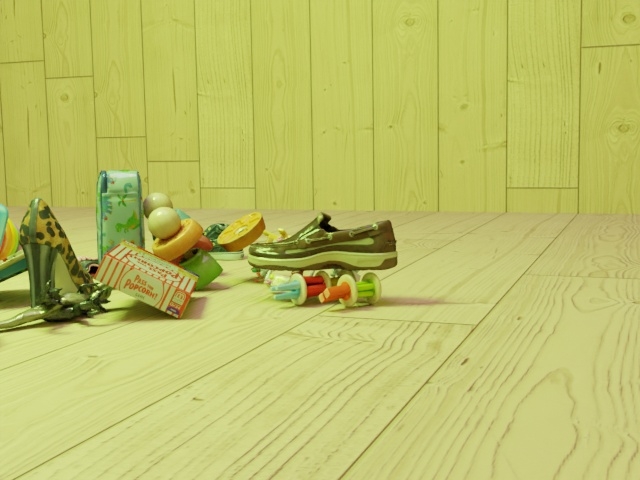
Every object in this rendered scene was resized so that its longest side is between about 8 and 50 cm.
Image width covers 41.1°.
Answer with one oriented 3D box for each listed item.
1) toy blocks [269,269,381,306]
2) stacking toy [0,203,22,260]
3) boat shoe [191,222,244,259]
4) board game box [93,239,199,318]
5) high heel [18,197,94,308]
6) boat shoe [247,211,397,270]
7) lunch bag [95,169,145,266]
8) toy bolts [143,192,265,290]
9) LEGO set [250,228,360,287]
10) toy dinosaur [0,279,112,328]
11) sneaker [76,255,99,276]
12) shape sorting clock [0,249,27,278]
[{"bbox_3d":[0.006,0.080,1.384,0.148,0.054,0.123,-5,7,-33],"label":"toy blocks"},{"bbox_3d":[-0.736,-0.004,1.917,0.175,0.166,0.302,15,-2,7],"label":"stacking toy"},{"bbox_3d":[-0.267,0.001,1.977,0.183,0.083,0.065,-1,7,6],"label":"boat shoe"},{"bbox_3d":[-0.277,0.060,1.390,0.146,0.045,0.193,26,4,-7],"label":"board game box"},{"bbox_3d":[-0.441,0.013,1.453,0.093,0.186,0.261,-1,7,-1],"label":"high heel"},{"bbox_3d":[0.002,-0.001,1.433,0.257,0.095,0.095,-1,6,12],"label":"boat shoe"},{"bbox_3d":[-0.389,-0.027,1.656,0.090,0.219,0.176,-2,3,-13],"label":"lunch bag"},{"bbox_3d":[-0.247,-0.034,1.643,0.218,0.158,0.228,-40,23,-20],"label":"toy bolts"},{"bbox_3d":[-0.068,0.056,1.576,0.287,0.107,0.132,-1,-30,46],"label":"LEGO set"},{"bbox_3d":[-0.395,0.096,1.286,0.118,0.064,0.268,-18,-5,42],"label":"toy dinosaur"},{"bbox_3d":[-0.451,0.055,1.764,0.057,0.047,0.119,23,25,38],"label":"sneaker"},{"bbox_3d":[-0.566,0.052,1.498,0.206,0.040,0.206,-24,3,2],"label":"shape sorting clock"}]
